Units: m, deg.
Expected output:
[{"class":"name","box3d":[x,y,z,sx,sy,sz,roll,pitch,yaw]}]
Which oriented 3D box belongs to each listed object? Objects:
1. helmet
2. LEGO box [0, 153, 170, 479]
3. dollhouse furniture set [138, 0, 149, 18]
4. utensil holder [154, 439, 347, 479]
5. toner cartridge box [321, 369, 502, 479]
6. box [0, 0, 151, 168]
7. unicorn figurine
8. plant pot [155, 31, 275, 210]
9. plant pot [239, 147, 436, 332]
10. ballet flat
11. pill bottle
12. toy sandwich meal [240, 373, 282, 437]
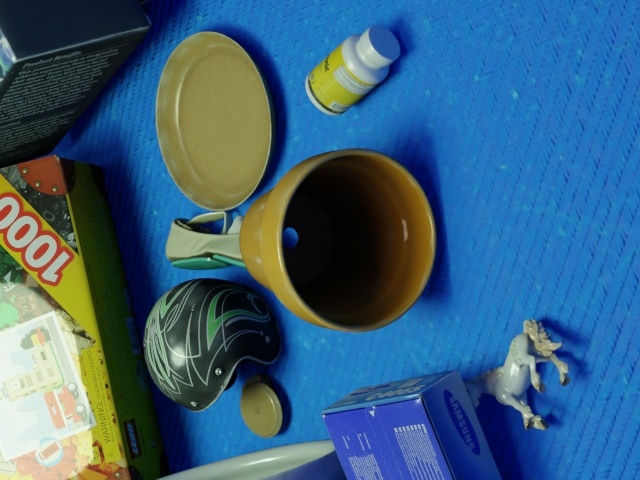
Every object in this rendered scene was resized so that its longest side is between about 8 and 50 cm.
[{"class":"helmet","box3d":[-0.152,0.134,1.799,0.169,0.161,0.169,11,105,45]},{"class":"LEGO box","box3d":[-0.462,0.165,1.979,0.372,0.193,0.500,-14,87,8]},{"class":"dollhouse furniture set","box3d":[-0.254,-0.376,1.882,0.081,0.091,0.114,-28,73,30]},{"class":"utensil holder","box3d":[-0.081,0.471,1.673,0.327,0.327,0.385,-16,87,47]},{"class":"toner cartridge box","box3d":[0.139,0.327,1.547,0.165,0.075,0.348,-17,96,45]},{"class":"box","box3d":[-0.451,-0.298,1.883,0.395,0.212,0.293,-38,77,51]},{"class":"unicorn figurine","box3d":[0.211,0.155,1.506,0.162,0.060,0.111,-57,42,19]},{"class":"plant pot","box3d":[-0.134,-0.158,1.823,0.236,0.032,0.236,10,105,44]},{"class":"plant pot","box3d":[0.000,0.000,1.608,0.188,0.205,0.205,0,97,61]},{"class":"ballet flat","box3d":[-0.118,0.001,1.808,0.248,0.086,0.086,4,100,47]},{"class":"pill bottle","box3d":[0.040,-0.200,1.609,0.116,0.065,0.065,-36,71,43]},{"class":"toy sandwich meal","box3d":[-0.075,0.221,1.835,0.085,0.029,0.085,12,108,40]}]
